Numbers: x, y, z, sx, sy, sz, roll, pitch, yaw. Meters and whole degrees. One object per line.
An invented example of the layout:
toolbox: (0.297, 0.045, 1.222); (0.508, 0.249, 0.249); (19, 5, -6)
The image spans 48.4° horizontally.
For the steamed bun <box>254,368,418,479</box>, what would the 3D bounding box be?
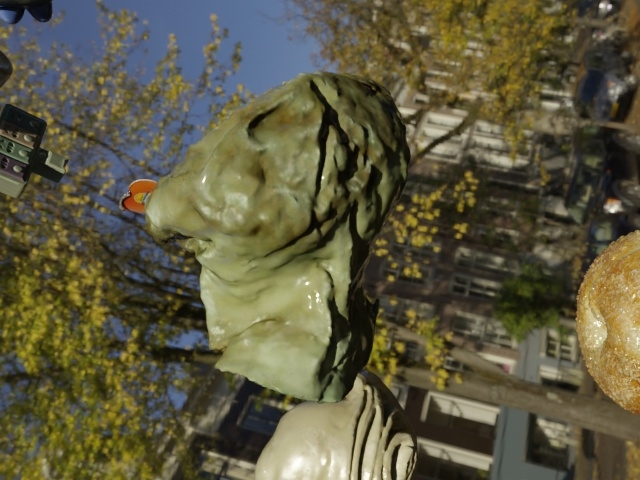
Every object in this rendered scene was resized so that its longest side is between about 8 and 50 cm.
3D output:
steamed bun: (0.064, 0.409, 1.251); (0.310, 0.220, 0.324); (-42, -49, -35)

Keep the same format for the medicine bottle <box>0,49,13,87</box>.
medicine bottle: (-0.724, -0.325, 1.467); (0.168, 0.105, 0.105); (-41, -3, 16)

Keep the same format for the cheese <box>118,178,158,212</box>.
cheese: (-0.166, -0.040, 1.054); (0.106, 0.256, 0.037); (-47, 39, 47)

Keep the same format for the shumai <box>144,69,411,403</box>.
shumai: (0.000, 0.000, 0.772); (0.330, 0.288, 0.292); (-35, -3, -32)

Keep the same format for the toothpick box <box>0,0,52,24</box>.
toothpick box: (-0.622, -0.605, 1.386); (0.263, 0.263, 0.354); (-42, -52, -69)

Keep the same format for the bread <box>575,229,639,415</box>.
bread: (0.506, 0.133, 1.125); (0.305, 0.159, 0.305); (175, 90, -88)

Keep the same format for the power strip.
power strip: (-0.563, -0.158, 1.362); (0.061, 0.145, 0.215); (-47, 31, 32)
